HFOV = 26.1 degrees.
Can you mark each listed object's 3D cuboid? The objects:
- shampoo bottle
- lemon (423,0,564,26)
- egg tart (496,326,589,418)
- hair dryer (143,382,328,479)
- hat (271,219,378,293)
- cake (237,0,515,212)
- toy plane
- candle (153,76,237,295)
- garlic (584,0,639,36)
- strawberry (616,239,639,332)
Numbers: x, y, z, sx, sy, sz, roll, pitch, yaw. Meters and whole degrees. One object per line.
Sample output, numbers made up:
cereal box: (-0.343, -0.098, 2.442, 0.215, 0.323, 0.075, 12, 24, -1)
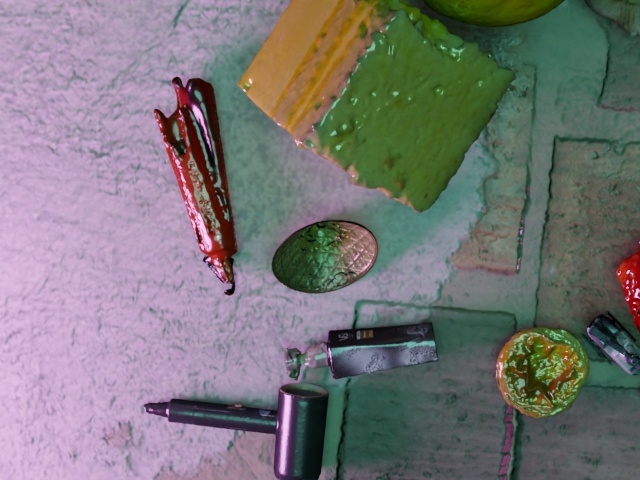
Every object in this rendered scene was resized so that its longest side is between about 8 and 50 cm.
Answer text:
shampoo bottle: (0.054, 0.153, 1.871, 0.207, 0.057, 0.063, -7, 106, 4)
lemon: (0.203, -0.382, 1.660, 0.267, 0.267, 0.267, 0, 98, 2)
egg tart: (0.300, 0.177, 1.870, 0.130, 0.052, 0.130, 0, 97, 1)
hair dryer: (-0.118, 0.258, 1.896, 0.255, 0.070, 0.128, 4, 99, 8)
hat: (0.000, 0.000, 1.851, 0.146, 0.067, 0.146, -8, 140, -7)
cake: (0.051, -0.211, 1.726, 0.222, 0.286, 0.227, 28, 100, -37)
toy plane: (0.417, 0.161, 1.854, 0.053, 0.078, 0.197, -44, 109, 5)
candle: (-0.152, -0.072, 1.843, 0.084, 0.059, 0.302, -13, 98, 13)
garlic: (0.440, -0.380, 1.747, 0.218, 0.218, 0.212, 48, 56, -5)
strawberry: (0.483, 0.075, 1.793, 0.201, 0.187, 0.184, 32, 63, 12)
